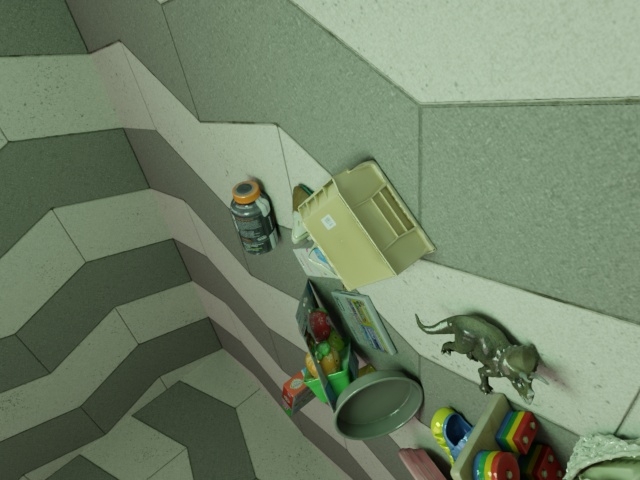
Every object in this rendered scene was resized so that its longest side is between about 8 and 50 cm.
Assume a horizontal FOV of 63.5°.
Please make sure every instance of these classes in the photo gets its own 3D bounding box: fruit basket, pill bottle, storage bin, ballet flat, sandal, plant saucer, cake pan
[{"bbox_3d":[0.013,0.333,1.714,0.327,0.166,0.352,-70,-35,-73],"label":"fruit basket"},{"bbox_3d":[-0.223,-0.078,1.723,0.130,0.130,0.245,35,149,37],"label":"pill bottle"},{"bbox_3d":[0.092,-0.027,1.227,0.260,0.123,0.262,56,156,-1],"label":"storage bin"},{"bbox_3d":[0.576,0.414,0.887,0.147,0.147,0.409,51,157,9],"label":"ballet flat"},{"bbox_3d":[0.433,0.619,1.446,0.317,0.126,0.138,57,152,-8],"label":"sandal"},{"bbox_3d":[0.000,0.000,1.421,0.342,0.124,0.116,50,163,10],"label":"ballet flat"},{"bbox_3d":[0.196,0.547,1.870,0.188,0.045,0.188,50,155,9],"label":"plant saucer"},{"bbox_3d":[0.174,0.507,1.604,0.054,0.294,0.293,-116,9,-51],"label":"cake pan"},{"bbox_3d":[0.394,0.836,1.748,0.332,0.084,0.332,53,175,7],"label":"plant saucer"}]

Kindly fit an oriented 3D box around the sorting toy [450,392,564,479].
[{"bbox_3d":[0.440,0.530,1.170,0.089,0.255,0.257,-18,106,49],"label":"sorting toy"}]

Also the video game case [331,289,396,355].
[{"bbox_3d":[0.135,0.255,1.632,0.193,0.023,0.212,2,123,61],"label":"video game case"}]

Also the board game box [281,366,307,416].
[{"bbox_3d":[-0.044,0.589,2.124,0.064,0.242,0.316,47,154,21],"label":"board game box"}]

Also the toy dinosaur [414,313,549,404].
[{"bbox_3d":[0.353,0.227,1.128,0.313,0.121,0.160,44,142,33],"label":"toy dinosaur"}]

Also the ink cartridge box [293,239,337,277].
[{"bbox_3d":[-0.002,0.053,1.573,0.181,0.062,0.104,-3,119,61],"label":"ink cartridge box"}]
